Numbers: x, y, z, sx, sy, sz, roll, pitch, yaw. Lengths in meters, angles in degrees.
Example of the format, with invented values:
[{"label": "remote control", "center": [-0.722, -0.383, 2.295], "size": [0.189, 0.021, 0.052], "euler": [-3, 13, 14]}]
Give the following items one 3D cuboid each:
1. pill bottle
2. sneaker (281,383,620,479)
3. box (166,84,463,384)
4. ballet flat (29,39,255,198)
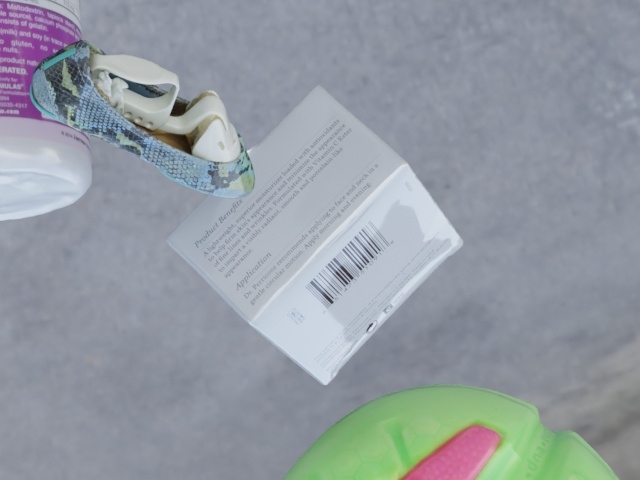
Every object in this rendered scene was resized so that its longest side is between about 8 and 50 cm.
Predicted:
[{"label": "pill bottle", "center": [-0.277, -0.178, 1.173], "size": [0.169, 0.301, 0.169], "euler": [-7, 166, -2]}, {"label": "sneaker", "center": [-0.050, 0.270, 0.513], "size": [0.483, 0.185, 0.202], "euler": [-50, 173, -7]}, {"label": "box", "center": [0.000, 0.000, 1.232], "size": [0.181, 0.119, 0.182], "euler": [-45, 151, -1]}, {"label": "ballet flat", "center": [-0.102, -0.081, 0.985], "size": [0.188, 0.070, 0.070], "euler": [21, 138, -39]}]
